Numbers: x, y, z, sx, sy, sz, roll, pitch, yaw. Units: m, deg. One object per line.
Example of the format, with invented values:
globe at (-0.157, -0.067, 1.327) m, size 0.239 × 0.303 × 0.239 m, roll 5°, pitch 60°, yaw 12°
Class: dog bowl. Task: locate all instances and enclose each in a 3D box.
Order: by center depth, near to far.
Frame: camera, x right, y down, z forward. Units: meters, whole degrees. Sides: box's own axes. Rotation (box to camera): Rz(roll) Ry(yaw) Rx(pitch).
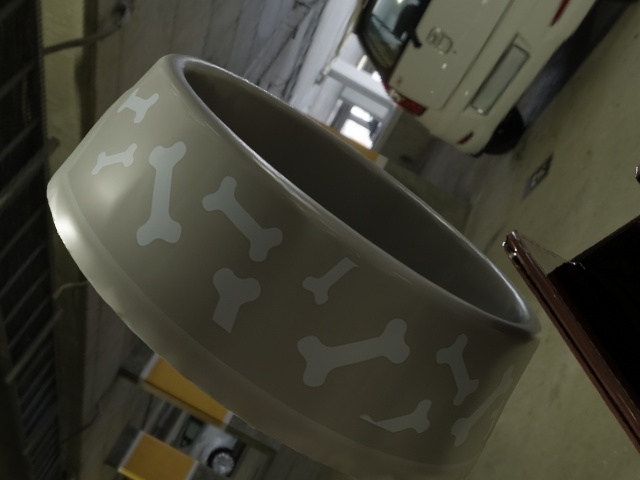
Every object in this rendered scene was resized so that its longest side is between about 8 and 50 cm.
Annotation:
dog bowl at (0.000, 0.000, 0.473) m, size 0.102 × 0.348 × 0.349 m, roll -53°, pitch 3°, yaw 14°

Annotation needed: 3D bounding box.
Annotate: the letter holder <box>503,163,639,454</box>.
letter holder at (0.245, 0.088, 0.319) m, size 0.152 × 0.302 × 0.214 m, roll -38°, pitch -23°, yaw 21°
